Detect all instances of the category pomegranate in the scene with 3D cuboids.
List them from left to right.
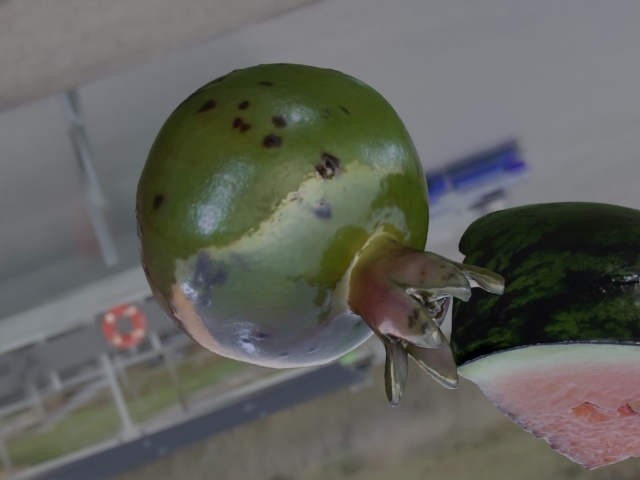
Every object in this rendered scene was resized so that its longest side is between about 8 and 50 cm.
[{"bbox_3d":[0.001,0.001,0.783,0.129,0.159,0.129,-53,171,-12],"label":"pomegranate"}]

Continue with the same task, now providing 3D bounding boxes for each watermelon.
[{"bbox_3d":[0.141,0.024,0.927,0.193,0.145,0.137,7,145,-14],"label":"watermelon"}]
